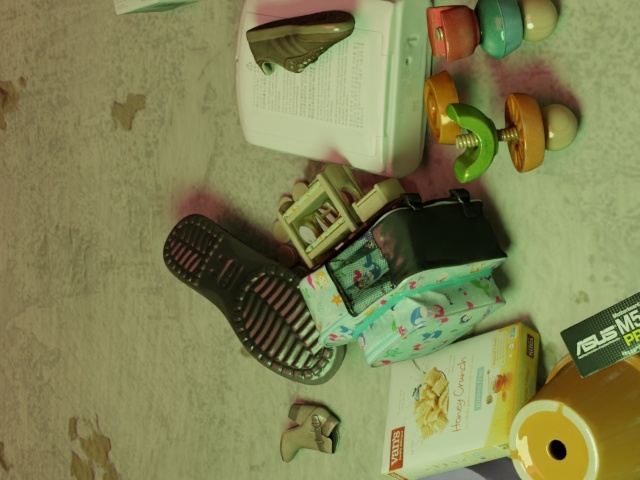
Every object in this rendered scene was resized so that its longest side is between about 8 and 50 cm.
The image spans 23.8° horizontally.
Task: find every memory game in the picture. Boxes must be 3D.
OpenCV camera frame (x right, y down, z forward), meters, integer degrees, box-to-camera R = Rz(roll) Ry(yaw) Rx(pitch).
[{"bbox_3d":[0.000,0.000,2.241,0.186,0.012,0.186,11,107,40],"label":"memory game"}]

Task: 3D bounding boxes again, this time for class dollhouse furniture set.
[{"bbox_3d":[0.060,-0.067,2.066,0.182,0.161,0.101,-41,77,42],"label":"dollhouse furniture set"}]

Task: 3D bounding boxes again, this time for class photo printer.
[{"bbox_3d":[0.007,-0.235,2.116,0.308,0.107,0.256,14,108,39],"label":"photo printer"}]

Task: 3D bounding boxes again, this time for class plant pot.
[{"bbox_3d":[0.336,0.237,1.882,0.205,0.188,0.205,11,108,39],"label":"plant pot"}]

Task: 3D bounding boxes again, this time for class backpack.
[{"bbox_3d":[0.105,0.062,2.024,0.253,0.225,0.191,-30,75,45],"label":"backpack"}]

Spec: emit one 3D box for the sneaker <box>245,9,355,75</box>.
[{"bbox_3d":[-0.018,-0.262,2.029,0.188,0.066,0.071,2,117,46],"label":"sneaker"}]

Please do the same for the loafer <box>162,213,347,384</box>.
[{"bbox_3d":[-0.078,0.084,2.264,0.366,0.130,0.134,43,99,32],"label":"loafer"}]

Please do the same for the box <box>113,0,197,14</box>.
[{"bbox_3d":[-0.252,-0.396,2.309,0.102,0.101,0.087,-7,95,42],"label":"box"}]

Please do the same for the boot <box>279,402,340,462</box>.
[{"bbox_3d":[-0.014,0.303,2.308,0.087,0.042,0.118,23,122,27],"label":"boot"}]

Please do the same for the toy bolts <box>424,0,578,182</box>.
[{"bbox_3d":[0.228,-0.212,1.946,0.218,0.159,0.228,-119,19,-70],"label":"toy bolts"}]

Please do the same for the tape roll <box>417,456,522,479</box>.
[{"bbox_3d":[0.216,0.390,2.098,0.189,0.080,0.189,12,108,40],"label":"tape roll"}]

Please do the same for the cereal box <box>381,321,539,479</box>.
[{"bbox_3d":[0.186,0.221,2.048,0.240,0.047,0.173,-23,48,41],"label":"cereal box"}]

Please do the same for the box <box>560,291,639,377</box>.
[{"bbox_3d":[0.427,0.059,1.707,0.216,0.270,0.060,-34,79,41],"label":"box"}]
